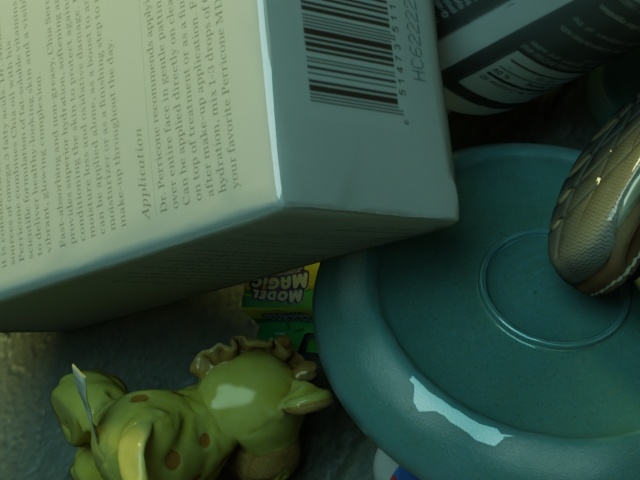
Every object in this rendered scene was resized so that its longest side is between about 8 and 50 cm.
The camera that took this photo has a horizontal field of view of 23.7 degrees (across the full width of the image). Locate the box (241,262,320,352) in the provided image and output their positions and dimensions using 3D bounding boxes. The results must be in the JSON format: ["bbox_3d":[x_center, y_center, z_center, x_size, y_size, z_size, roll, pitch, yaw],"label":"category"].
[{"bbox_3d":[0.000,0.000,1.191,0.105,0.043,0.179,-1,69,22],"label":"box"}]

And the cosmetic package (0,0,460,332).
[{"bbox_3d":[-0.127,-0.078,1.075,0.453,0.161,0.230,-15,76,45],"label":"cosmetic package"}]

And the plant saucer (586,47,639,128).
[{"bbox_3d":[0.258,-0.125,1.154,0.119,0.021,0.119,-9,64,18],"label":"plant saucer"}]

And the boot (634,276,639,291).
[{"bbox_3d":[0.347,0.093,0.954,0.236,0.089,0.269,-28,84,-12],"label":"boot"}]

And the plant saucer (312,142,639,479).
[{"bbox_3d":[0.154,0.042,1.025,0.317,0.044,0.318,3,50,-4],"label":"plant saucer"}]

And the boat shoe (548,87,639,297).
[{"bbox_3d":[0.270,-0.075,1.031,0.116,0.123,0.324,43,63,-6],"label":"boat shoe"}]

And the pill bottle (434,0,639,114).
[{"bbox_3d":[0.143,-0.212,1.063,0.363,0.210,0.210,-25,56,43],"label":"pill bottle"}]

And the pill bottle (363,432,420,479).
[{"bbox_3d":[0.112,0.167,1.024,0.124,0.124,0.221,-39,58,2],"label":"pill bottle"}]

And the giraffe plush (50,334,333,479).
[{"bbox_3d":[-0.086,0.137,1.108,0.170,0.210,0.181,-21,53,-21],"label":"giraffe plush"}]
